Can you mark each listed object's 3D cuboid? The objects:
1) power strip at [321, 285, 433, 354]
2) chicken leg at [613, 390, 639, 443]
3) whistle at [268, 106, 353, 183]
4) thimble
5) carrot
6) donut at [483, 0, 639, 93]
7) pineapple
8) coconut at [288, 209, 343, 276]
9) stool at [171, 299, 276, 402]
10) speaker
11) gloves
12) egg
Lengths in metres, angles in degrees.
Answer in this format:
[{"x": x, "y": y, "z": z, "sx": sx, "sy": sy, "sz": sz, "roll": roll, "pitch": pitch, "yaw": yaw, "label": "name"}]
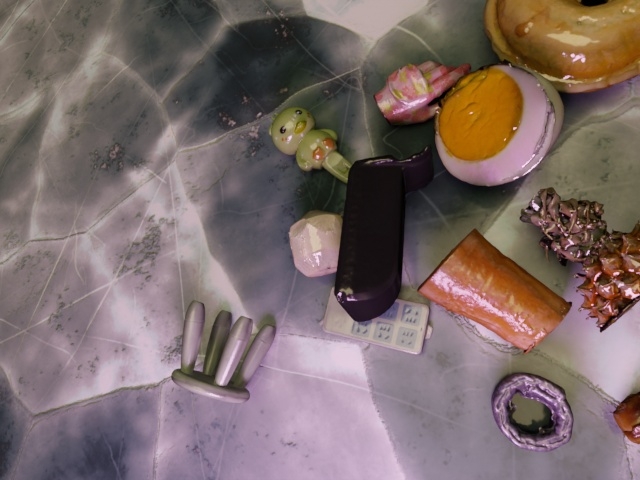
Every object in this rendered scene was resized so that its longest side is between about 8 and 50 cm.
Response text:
[{"x": 0.129, "y": 0.187, "z": 1.084, "sx": 0.270, "sy": 0.046, "sz": 0.118, "roll": 10, "pitch": 79, "yaw": 22, "label": "power strip"}, {"x": 0.655, "y": 0.340, "z": 0.789, "sx": 0.251, "sy": 0.087, "sz": 0.107, "roll": 10, "pitch": 58, "yaw": 50, "label": "chicken leg"}, {"x": -0.021, "y": -0.260, "z": 1.211, "sx": 0.294, "sy": 0.141, "sz": 0.141, "roll": 36, "pitch": 89, "yaw": 23, "label": "whistle"}, {"x": 0.420, "y": 0.339, "z": 0.910, "sx": 0.149, "sy": 0.098, "sz": 0.150, "roll": -5, "pitch": 75, "yaw": 19, "label": "thimble"}, {"x": 0.362, "y": 0.117, "z": 0.963, "sx": 0.254, "sy": 0.196, "sz": 0.196, "roll": 40, "pitch": 91, "yaw": 14, "label": "carrot"}, {"x": 0.604, "y": -0.535, "z": 1.029, "sx": 0.448, "sy": 0.198, "sz": 0.450, "roll": -5, "pitch": 74, "yaw": 17, "label": "donut"}, {"x": 0.528, "y": -0.003, "z": 0.890, "sx": 0.262, "sy": 0.262, "sz": 0.272, "roll": -45, "pitch": 60, "yaw": 3, "label": "pineapple"}, {"x": -0.001, "y": 0.000, "z": 1.120, "sx": 0.160, "sy": 0.161, "sz": 0.162, "roll": -19, "pitch": 78, "yaw": 14, "label": "coconut"}, {"x": -0.239, "y": 0.272, "z": 1.110, "sx": 0.195, "sy": 0.195, "sz": 0.199, "roll": 14, "pitch": 79, "yaw": 22, "label": "stool"}, {"x": 0.154, "y": -0.019, "z": 1.037, "sx": 0.184, "sy": 0.180, "sz": 0.389, "roll": 1, "pitch": 66, "yaw": 18, "label": "speaker"}, {"x": 0.266, "y": -0.389, "z": 1.155, "sx": 0.241, "sy": 0.126, "sz": 0.145, "roll": -30, "pitch": 63, "yaw": 18, "label": "gloves"}, {"x": 0.412, "y": -0.258, "z": 1.043, "sx": 0.286, "sy": 0.174, "sz": 0.265, "roll": -9, "pitch": 89, "yaw": 46, "label": "egg"}]
